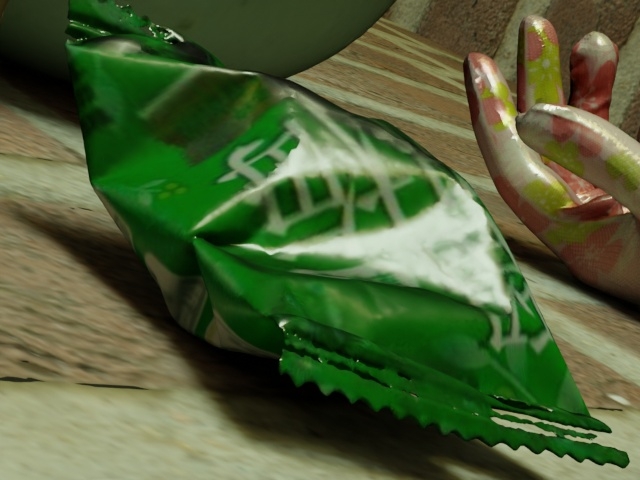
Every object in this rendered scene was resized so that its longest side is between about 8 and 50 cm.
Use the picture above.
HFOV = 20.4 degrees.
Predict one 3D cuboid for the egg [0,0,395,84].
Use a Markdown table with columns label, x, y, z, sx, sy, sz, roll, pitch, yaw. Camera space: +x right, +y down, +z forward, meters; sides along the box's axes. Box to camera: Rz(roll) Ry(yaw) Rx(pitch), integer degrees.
| label | x | y | z | sx | sy | sz | roll | pitch | yaw |
| --- | --- | --- | --- | --- | --- | --- | --- | --- | --- |
| egg | -0.088 | -0.211 | 0.899 | 0.276 | 0.276 | 0.389 | 31 | 10 | 34 |

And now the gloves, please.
| label | x | y | z | sx | sy | sz | roll | pitch | yaw |
| --- | --- | --- | --- | --- | --- | --- | --- | --- | --- |
| gloves | 0.179 | -0.027 | 1.042 | 0.241 | 0.126 | 0.145 | 30 | 36 | 15 |

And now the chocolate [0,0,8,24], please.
| label | x | y | z | sx | sy | sz | roll | pitch | yaw |
| --- | --- | --- | --- | --- | --- | --- | --- | --- | --- |
| chocolate | -0.300 | -0.170 | 0.548 | 0.445 | 0.162 | 0.162 | 19 | 12 | -23 |

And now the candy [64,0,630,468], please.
| label | x | y | z | sx | sy | sz | roll | pitch | yaw |
| --- | --- | --- | --- | --- | --- | --- | --- | --- | --- |
| candy | 0.000 | 0.003 | 0.591 | 0.141 | 0.078 | 0.203 | 4 | 32 | -34 |
